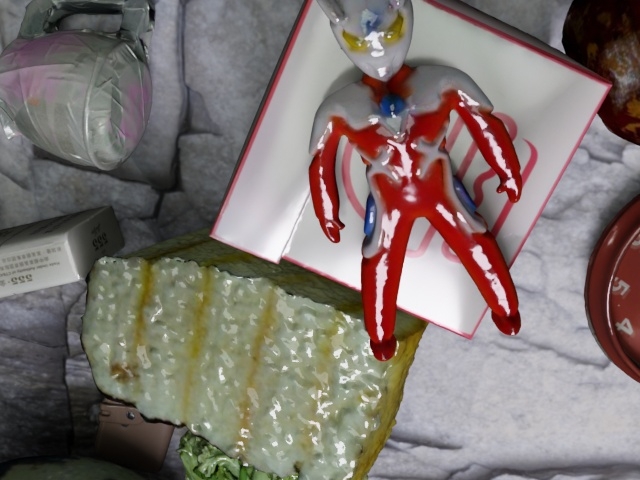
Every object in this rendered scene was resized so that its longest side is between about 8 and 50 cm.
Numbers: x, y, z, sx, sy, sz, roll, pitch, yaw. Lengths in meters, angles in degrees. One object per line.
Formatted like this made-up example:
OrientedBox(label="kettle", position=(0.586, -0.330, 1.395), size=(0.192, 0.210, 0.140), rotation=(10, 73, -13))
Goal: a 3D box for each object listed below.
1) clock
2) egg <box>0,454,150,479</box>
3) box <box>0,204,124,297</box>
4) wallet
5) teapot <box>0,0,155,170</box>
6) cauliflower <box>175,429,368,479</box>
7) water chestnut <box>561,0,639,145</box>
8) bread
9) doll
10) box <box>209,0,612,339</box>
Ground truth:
OrientedBox(label="clock", position=(0.500, 0.058, 1.052), size=(0.318, 0.080, 0.318), rotation=(0, 107, 1))
OrientedBox(label="egg", position=(-0.382, 0.472, 1.138), size=(0.428, 0.345, 0.345), rotation=(-10, 106, 9))
OrientedBox(label="box", position=(-0.414, 0.026, 1.097), size=(0.259, 0.168, 0.071), rotation=(-13, 104, 11))
OrientedBox(label="wallet", position=(-0.274, 0.270, 1.225), size=(0.118, 0.039, 0.152), rotation=(17, 109, -1))
OrientedBox(label="teapot", position=(-0.312, -0.210, 1.017), size=(0.178, 0.163, 0.221), rotation=(14, 109, 10))
OrientedBox(label="cauliflower", position=(-0.084, 0.356, 1.113), size=(0.272, 0.250, 0.275), rotation=(20, 144, 5))
OrientedBox(label="water chestnut", position=(0.404, -0.230, 0.876), size=(0.289, 0.289, 0.244), rotation=(1, 126, 6))
OrientedBox(label="bread", position=(-0.068, 0.113, 1.040), size=(0.395, 0.264, 0.239), rotation=(19, 111, 15))
OrientedBox(label="doll", position=(0.077, -0.073, 0.730), size=(0.188, 0.099, 0.384), rotation=(-15, 112, 7))
OrientedBox(label="box", position=(0.088, -0.123, 0.920), size=(0.300, 0.314, 0.312), rotation=(23, 108, -4))
